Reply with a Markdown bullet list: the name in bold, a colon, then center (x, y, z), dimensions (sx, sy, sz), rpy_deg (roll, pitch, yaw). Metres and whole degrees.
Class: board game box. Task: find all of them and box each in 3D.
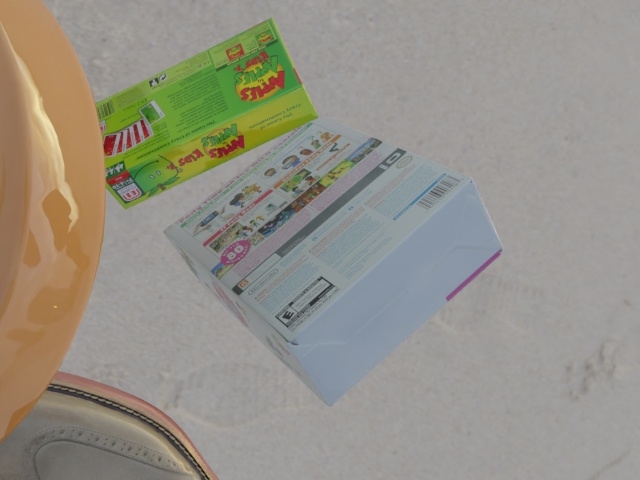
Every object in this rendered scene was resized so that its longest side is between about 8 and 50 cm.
- **board game box**: center (0.000, 0.000, 0.954), dimensions (0.224, 0.303, 0.097), rpy_deg (-39, 124, -11)
- **board game box**: center (-0.103, -0.108, 0.797), dimensions (0.181, 0.092, 0.043), rpy_deg (-25, 145, 4)

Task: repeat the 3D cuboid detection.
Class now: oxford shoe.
- **oxford shoe**: center (-0.137, 0.218, 0.700), dimensions (0.348, 0.130, 0.123), rpy_deg (37, 114, -18)

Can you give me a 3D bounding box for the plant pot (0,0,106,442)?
- **plant pot**: center (-0.260, -0.026, 0.359), dimensions (0.203, 0.290, 0.291), rpy_deg (21, 83, -74)
